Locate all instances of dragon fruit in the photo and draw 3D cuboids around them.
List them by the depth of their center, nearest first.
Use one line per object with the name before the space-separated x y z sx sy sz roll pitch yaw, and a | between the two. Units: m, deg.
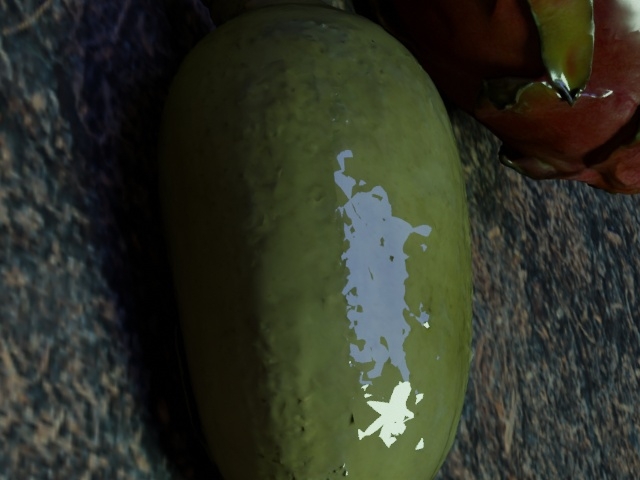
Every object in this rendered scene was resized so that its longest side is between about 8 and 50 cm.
dragon fruit | 0.140 -0.184 0.978 0.250 0.250 0.315 -10 68 -59

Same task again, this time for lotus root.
lotus root | 0.000 -0.001 0.742 0.146 0.131 0.303 20 59 -55
